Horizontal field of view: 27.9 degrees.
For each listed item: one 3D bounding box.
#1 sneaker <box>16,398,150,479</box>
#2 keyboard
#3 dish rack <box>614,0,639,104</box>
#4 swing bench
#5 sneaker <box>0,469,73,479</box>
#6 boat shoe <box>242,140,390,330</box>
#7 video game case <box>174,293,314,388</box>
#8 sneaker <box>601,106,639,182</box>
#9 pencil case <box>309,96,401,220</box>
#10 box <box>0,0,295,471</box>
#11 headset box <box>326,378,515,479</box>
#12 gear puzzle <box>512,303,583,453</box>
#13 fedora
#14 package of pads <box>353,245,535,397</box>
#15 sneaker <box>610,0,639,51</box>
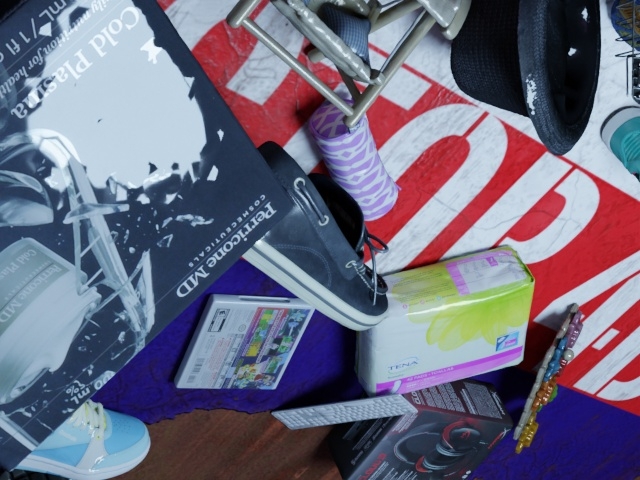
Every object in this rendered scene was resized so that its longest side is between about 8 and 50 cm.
[{"bbox_3d":[-0.385,0.263,2.003,0.319,0.127,0.208,8,130,-32],"label":"sneaker"},{"bbox_3d":[0.040,0.296,2.229,0.256,0.014,0.072,-12,149,29],"label":"keyboard"},{"bbox_3d":[0.484,-0.301,1.761,0.208,0.074,0.271,1,89,-25],"label":"dish rack"},{"bbox_3d":[0.035,-0.322,1.583,0.255,0.165,0.253,-40,135,15],"label":"swing bench"},{"bbox_3d":[-0.525,0.442,2.159,0.267,0.101,0.106,-21,160,-5],"label":"sneaker"},{"bbox_3d":[0.000,0.000,1.844,0.156,0.187,0.500,-50,149,1],"label":"boat shoe"},{"bbox_3d":[-0.124,0.167,2.103,0.183,0.023,0.201,4,129,-28],"label":"video game case"},{"bbox_3d":[0.592,-0.101,2.050,0.295,0.178,0.124,15,124,-36],"label":"sneaker"},{"bbox_3d":[0.051,-0.118,1.859,0.088,0.086,0.206,-45,142,-17],"label":"pencil case"},{"bbox_3d":[-0.364,-0.080,1.455,0.480,0.297,0.472,-44,140,-8],"label":"box"},{"bbox_3d":[0.171,0.349,2.354,0.293,0.110,0.218,15,124,-35],"label":"headset box"},{"bbox_3d":[0.415,0.285,2.379,0.175,0.044,0.339,-49,159,-45],"label":"gear puzzle"},{"bbox_3d":[0.268,-0.267,1.726,0.152,0.334,0.334,5,145,25],"label":"fedora"},{"bbox_3d":[0.206,0.139,2.168,0.296,0.101,0.229,-14,137,-12],"label":"package of pads"},{"bbox_3d":[0.547,-0.315,1.893,0.296,0.112,0.131,25,92,-34],"label":"sneaker"}]
